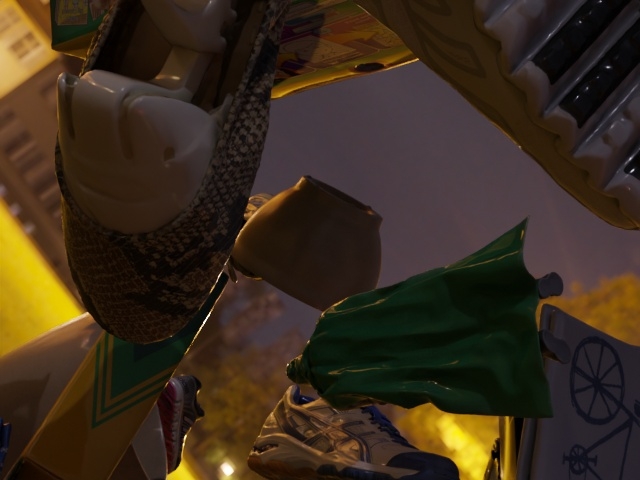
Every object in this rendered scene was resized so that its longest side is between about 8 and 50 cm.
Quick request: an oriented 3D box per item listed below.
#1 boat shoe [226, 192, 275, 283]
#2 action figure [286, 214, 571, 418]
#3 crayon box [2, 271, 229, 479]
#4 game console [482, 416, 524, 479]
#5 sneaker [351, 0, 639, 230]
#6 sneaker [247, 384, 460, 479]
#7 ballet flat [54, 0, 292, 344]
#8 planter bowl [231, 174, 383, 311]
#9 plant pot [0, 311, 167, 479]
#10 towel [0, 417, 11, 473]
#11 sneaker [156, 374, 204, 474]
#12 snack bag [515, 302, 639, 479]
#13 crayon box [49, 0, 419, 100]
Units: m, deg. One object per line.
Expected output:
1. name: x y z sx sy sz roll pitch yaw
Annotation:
1. boat shoe: -0.077 -0.002 1.777 0.285 0.089 0.104 -12 -80 65
2. action figure: 0.066 0.075 1.015 0.232 0.137 0.063 -15 -22 37
3. crayon box: -0.221 0.174 1.395 0.083 0.323 0.203 33 -32 -3
4. game console: 0.226 0.297 1.696 0.361 0.044 0.213 91 1 -58
5. sneaker: 0.070 -0.122 0.645 0.292 0.110 0.118 51 -27 -1
6. sneaker: 0.042 0.229 1.641 0.297 0.131 0.112 4 -28 40
7. ballet flat: -0.103 -0.158 1.036 0.164 0.482 0.182 21 2 16
8. planter bowl: 0.000 0.000 1.481 0.162 0.109 0.162 28 8 -4
9. plant pot: -0.372 0.242 1.869 0.256 0.274 0.256 -16 90 -88
10. towel: -0.490 0.354 1.605 0.040 0.243 0.336 55 32 -41
11. sneaker: -0.205 0.263 2.039 0.063 0.075 0.170 29 -57 34
12. snack bag: 0.329 0.263 1.481 0.343 0.323 0.037 22 -21 -34
13. crayon box: -0.031 -0.244 1.382 0.363 0.106 0.313 -11 -13 39
